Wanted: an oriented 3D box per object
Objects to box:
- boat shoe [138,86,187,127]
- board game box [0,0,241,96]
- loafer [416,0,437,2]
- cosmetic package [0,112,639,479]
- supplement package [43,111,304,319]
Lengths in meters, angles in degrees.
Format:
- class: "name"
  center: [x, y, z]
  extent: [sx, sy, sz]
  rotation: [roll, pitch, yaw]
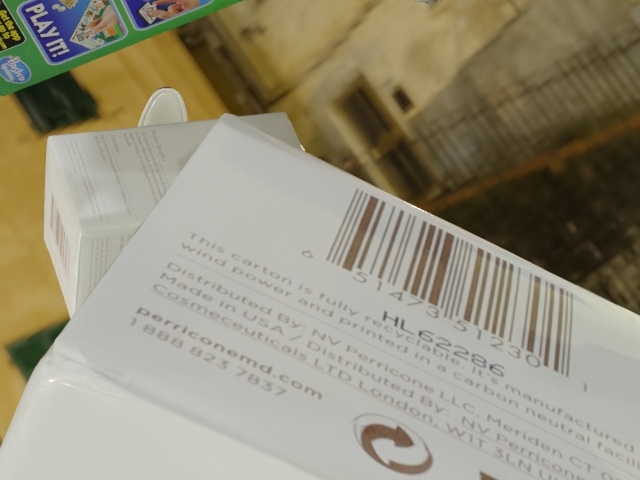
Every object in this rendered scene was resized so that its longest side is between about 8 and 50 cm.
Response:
- class: "boat shoe"
  center: [-0.149, -0.091, 1.498]
  extent: [0.046, 0.038, 0.125]
  rotation: [-2, -58, -9]
- class: "board game box"
  center: [-0.102, -0.198, 0.716]
  extent: [0.213, 0.046, 0.317]
  rotation: [-21, -27, 0]
- class: "loafer"
  center: [0.056, -0.299, 1.513]
  extent: [0.094, 0.251, 0.087]
  rotation: [-32, -54, -24]
- class: "cosmetic package"
  center: [-0.017, 0.210, 0.854]
  extent: [0.327, 0.329, 0.394]
  rotation: [-68, 3, -65]
- class: "supplement package"
  center: [-0.098, -0.014, 1.139]
  extent: [0.179, 0.105, 0.105]
  rotation: [-7, -45, -19]
